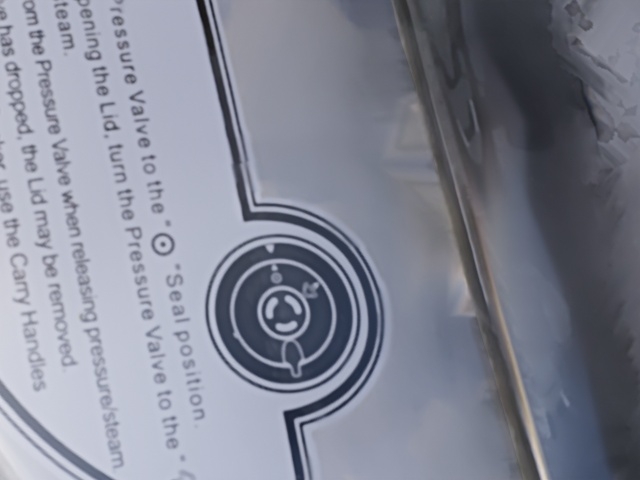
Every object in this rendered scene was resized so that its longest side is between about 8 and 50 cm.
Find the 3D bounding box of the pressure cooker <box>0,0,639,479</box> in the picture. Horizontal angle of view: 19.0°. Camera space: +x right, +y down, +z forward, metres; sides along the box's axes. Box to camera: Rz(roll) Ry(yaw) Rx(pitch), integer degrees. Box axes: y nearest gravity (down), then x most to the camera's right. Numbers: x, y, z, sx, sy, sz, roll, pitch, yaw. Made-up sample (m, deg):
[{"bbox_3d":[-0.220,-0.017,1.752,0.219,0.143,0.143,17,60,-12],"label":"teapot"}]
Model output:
[{"bbox_3d":[0.005,-0.002,0.517,0.375,0.370,0.420,-55,-170,-29],"label":"pressure cooker"}]
